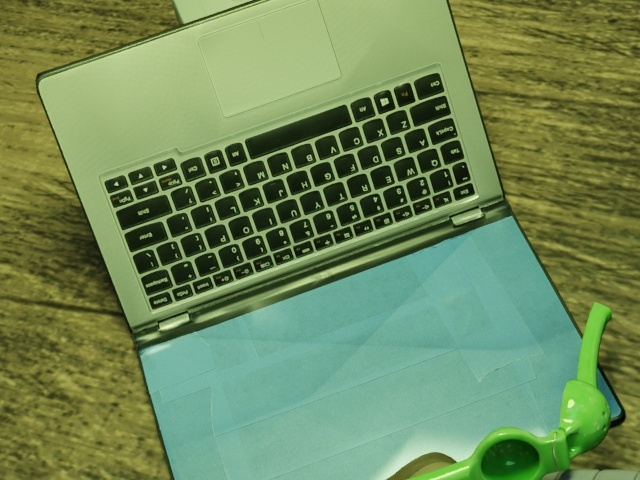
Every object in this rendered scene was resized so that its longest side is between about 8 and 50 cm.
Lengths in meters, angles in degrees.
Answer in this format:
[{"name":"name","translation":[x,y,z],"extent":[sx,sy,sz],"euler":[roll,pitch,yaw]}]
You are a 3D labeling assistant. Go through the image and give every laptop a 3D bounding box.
[{"name":"laptop","translation":[0.000,0.000,1.143],"extent":[0.382,0.408,0.236],"euler":[-20,16,-4]}]

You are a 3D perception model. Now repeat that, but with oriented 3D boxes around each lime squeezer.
[{"name":"lime squeezer","translation":[0.148,0.139,1.005],"extent":[0.310,0.059,0.110],"euler":[-31,50,-26]}]

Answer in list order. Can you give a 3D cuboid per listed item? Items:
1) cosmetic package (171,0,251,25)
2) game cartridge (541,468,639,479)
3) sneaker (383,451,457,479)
[{"name":"cosmetic package","translation":[-0.018,-0.201,1.344],"extent":[0.224,0.138,0.224],"euler":[-21,36,-3]},{"name":"game cartridge","translation":[0.137,0.306,0.890],"extent":[0.230,0.068,0.355],"euler":[-17,34,53]},{"name":"sneaker","translation":[0.039,0.239,1.047],"extent":[0.188,0.066,0.071],"euler":[-36,11,-1]}]
